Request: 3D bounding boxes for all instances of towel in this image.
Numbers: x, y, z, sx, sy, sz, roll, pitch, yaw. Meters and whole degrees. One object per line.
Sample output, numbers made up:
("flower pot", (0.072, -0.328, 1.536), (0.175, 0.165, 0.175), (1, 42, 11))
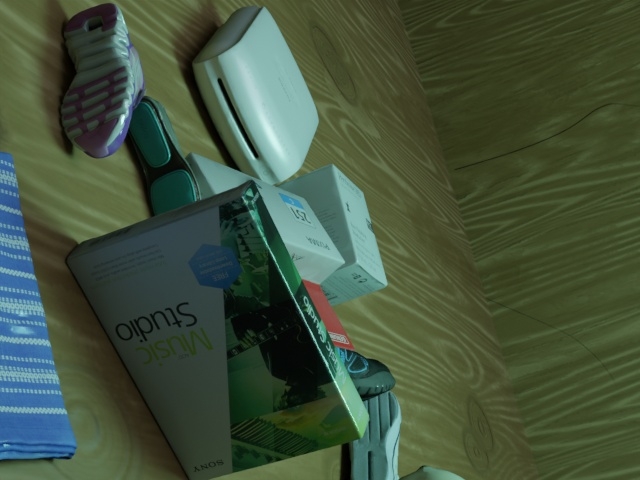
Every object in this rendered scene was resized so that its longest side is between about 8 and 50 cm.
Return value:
("towel", (-0.324, 0.043, 1.120), (0.243, 0.040, 0.336), (26, 46, -68))

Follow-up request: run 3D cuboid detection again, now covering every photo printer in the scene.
("photo printer", (-0.106, -0.240, 2.015), (0.256, 0.107, 0.307), (64, 17, -19))

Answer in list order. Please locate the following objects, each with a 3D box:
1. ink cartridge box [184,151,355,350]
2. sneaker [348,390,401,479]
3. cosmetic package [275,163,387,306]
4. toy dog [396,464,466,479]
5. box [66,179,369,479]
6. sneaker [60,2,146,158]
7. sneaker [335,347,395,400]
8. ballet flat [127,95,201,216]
("ink cartridge box", (-0.064, 0.021, 1.718), (0.296, 0.066, 0.261), (19, 34, -56))
("sneaker", (0.088, 0.356, 2.000), (0.258, 0.094, 0.091), (-76, 161, -55))
("cosmetic package", (0.000, 0.000, 1.991), (0.151, 0.151, 0.183), (38, 35, -62))
("toy dog", (0.154, 0.471, 1.538), (0.395, 0.284, 0.408), (51, 30, -21))
("box", (-0.113, 0.113, 1.365), (0.322, 0.232, 0.058), (63, 22, -19))
("sneaker", (-0.262, -0.187, 1.505), (0.104, 0.095, 0.236), (62, 16, -50))
("sneaker", (0.024, 0.196, 1.893), (0.139, 0.125, 0.341), (68, 14, 10))
("ballet flat", (-0.202, -0.094, 1.610), (0.068, 0.072, 0.213), (-11, 80, -78))
